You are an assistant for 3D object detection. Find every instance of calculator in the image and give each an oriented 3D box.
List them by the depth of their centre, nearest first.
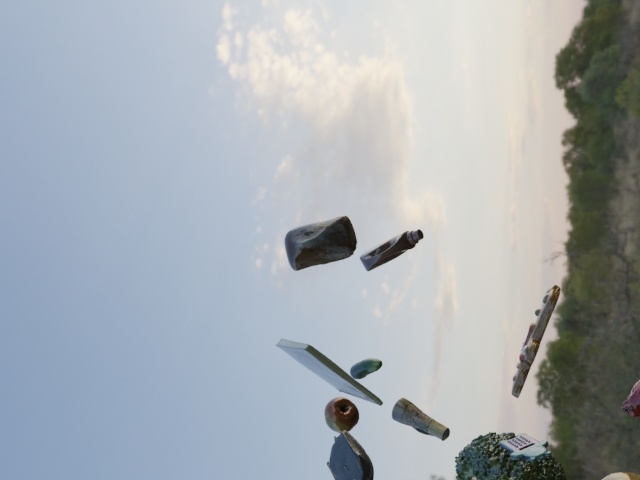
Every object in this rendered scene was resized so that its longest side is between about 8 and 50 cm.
[{"bbox_3d":[0.463,0.468,1.424,0.141,0.094,0.019,177,76,-78],"label":"calculator"}]

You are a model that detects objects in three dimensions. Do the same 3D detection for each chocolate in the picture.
[{"bbox_3d":[-0.001,-0.002,2.170,0.080,0.254,0.157,78,178,-69],"label":"chocolate"}]

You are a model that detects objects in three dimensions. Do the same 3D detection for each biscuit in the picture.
[{"bbox_3d":[0.610,0.290,1.819,0.216,0.047,0.340,-4,-66,-67],"label":"biscuit"}]

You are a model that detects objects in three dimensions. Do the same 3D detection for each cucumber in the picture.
[{"bbox_3d":[0.139,0.421,2.071,0.250,0.056,0.056,128,159,-62],"label":"cucumber"}]

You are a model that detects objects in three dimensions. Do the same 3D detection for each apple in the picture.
[{"bbox_3d":[0.070,0.605,2.186,0.126,0.126,0.102,-56,-11,-50],"label":"apple"}]

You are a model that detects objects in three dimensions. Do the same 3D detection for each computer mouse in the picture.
[{"bbox_3d":[0.091,0.630,1.770,0.071,0.231,0.126,16,-79,-26],"label":"computer mouse"}]

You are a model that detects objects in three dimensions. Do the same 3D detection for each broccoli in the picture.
[{"bbox_3d":[0.509,0.625,1.655,0.235,0.288,0.260,-41,-39,-23],"label":"broccoli"}]

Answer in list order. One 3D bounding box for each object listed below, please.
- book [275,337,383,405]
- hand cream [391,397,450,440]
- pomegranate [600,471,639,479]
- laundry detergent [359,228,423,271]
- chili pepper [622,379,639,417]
[{"bbox_3d":[0.013,0.296,1.441,0.025,0.215,0.282,-54,7,-15],"label":"book"},{"bbox_3d":[0.339,0.600,2.098,0.084,0.203,0.084,-30,-50,-43],"label":"hand cream"},{"bbox_3d":[1.045,0.933,2.105,0.322,0.322,0.322,2,-90,-65],"label":"pomegranate"},{"bbox_3d":[0.255,0.036,2.298,0.171,0.237,0.076,-30,-89,-54],"label":"laundry detergent"},{"bbox_3d":[0.814,0.286,1.317,0.110,0.387,0.110,-16,-90,-88],"label":"chili pepper"}]
